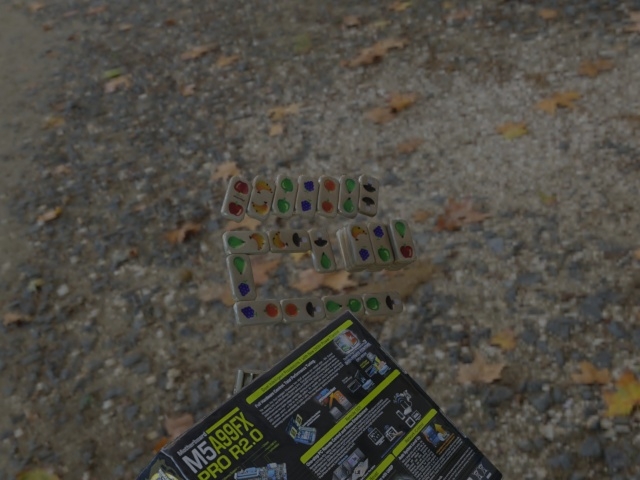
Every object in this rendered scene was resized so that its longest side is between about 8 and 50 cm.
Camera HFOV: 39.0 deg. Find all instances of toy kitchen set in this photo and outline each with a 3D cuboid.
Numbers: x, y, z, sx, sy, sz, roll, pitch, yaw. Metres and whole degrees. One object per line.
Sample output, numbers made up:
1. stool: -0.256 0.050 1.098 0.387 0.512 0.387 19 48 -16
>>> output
1. toy kitchen set: -0.101 0.195 1.074 0.068 0.075 0.083 9 0 -12

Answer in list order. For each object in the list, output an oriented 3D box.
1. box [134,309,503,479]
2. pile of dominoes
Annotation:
1. box: 0.013 0.201 0.763 0.216 0.060 0.270 46 38 10
2. pile of dominoes: 0.000 0.000 1.114 0.251 0.195 0.040 -2 -21 -31
